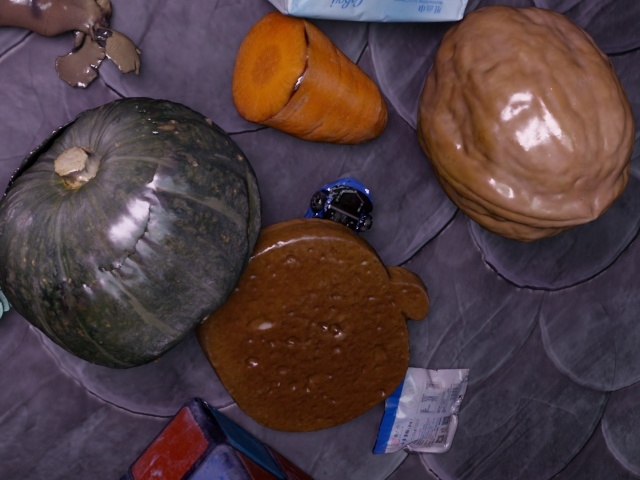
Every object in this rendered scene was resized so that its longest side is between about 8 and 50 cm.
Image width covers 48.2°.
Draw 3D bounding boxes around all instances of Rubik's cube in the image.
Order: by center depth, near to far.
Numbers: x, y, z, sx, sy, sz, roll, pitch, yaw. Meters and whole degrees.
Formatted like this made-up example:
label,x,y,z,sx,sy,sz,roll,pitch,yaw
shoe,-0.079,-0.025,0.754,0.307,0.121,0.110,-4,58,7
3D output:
label,x,y,z,sx,sy,sz,roll,pitch,yaw
Rubik's cube,-0.139,0.476,1.028,0.316,0.318,0.313,-49,117,-6

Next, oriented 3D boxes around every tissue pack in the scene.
label,x,y,z,sx,sy,sz,roll,pitch,yaw
tissue pack,0.047,-0.358,0.969,0.263,0.177,0.089,-8,127,-22

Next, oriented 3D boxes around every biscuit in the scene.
label,x,y,z,sx,sy,sz,roll,pitch,yaw
biscuit,-0.003,0.130,1.088,0.350,0.070,0.394,-19,126,-7

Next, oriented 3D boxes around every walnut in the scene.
label,x,y,z,sx,sy,sz,roll,pitch,yaw
walnut,0.291,-0.158,1.027,0.306,0.344,0.306,-20,146,-15

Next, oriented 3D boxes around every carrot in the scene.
label,x,y,z,sx,sy,sz,roll,pitch,yaw
carrot,0.009,-0.210,1.015,0.225,0.159,0.159,16,97,-37

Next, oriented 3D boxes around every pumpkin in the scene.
label,x,y,z,sx,sy,sz,roll,pitch,yaw
pumpkin,-0.235,-0.019,0.880,0.328,0.291,0.257,-56,145,-14

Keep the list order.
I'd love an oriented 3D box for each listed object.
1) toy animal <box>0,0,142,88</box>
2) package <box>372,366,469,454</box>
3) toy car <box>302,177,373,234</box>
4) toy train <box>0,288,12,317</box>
label,x,y,z,sx,sy,sz,roll,pitch,yaw
toy animal,-0.331,-0.281,0.875,0.214,0.094,0.186,-4,101,-16
package,0.184,0.308,1.291,0.173,0.027,0.171,8,104,-25
toy car,0.000,0.000,1.100,0.103,0.063,0.216,24,101,-27
toy train,-0.475,0.069,0.910,0.172,0.070,0.100,-11,101,-20
